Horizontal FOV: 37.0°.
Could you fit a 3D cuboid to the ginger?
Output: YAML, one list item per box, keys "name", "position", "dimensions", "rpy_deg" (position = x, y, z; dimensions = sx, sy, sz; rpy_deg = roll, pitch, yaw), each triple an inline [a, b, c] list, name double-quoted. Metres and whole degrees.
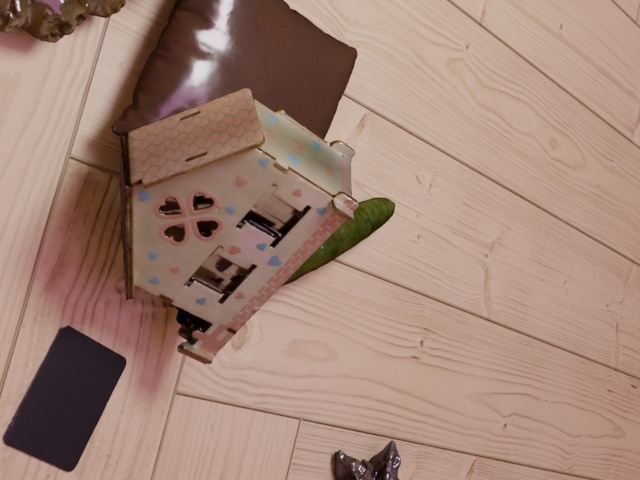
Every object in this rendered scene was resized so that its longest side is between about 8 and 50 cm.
- name: "ginger"
  position: [-0.356, -0.323, 1.035]
  dimensions: [0.333, 0.080, 0.166]
  rpy_deg: [32, 54, -37]

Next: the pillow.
- name: "pillow"
  position: [-0.100, -0.203, 1.272]
  dimensions: [0.308, 0.108, 0.305]
  rpy_deg: [33, 74, -41]

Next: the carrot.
- name: "carrot"
  position: [0.000, 0.000, 1.425]
  dimensions: [0.359, 0.074, 0.074]
  rpy_deg: [-25, 111, -44]

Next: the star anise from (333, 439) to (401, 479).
- name: "star anise"
  position: [0.070, 0.430, 1.515]
  dimensions: [0.231, 0.089, 0.209]
  rpy_deg: [-50, 118, -45]

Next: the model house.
- name: "model house"
  position: [-0.144, -0.035, 1.154]
  dimensions: [0.244, 0.169, 0.326]
  rpy_deg: [29, 118, -31]

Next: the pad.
- name: "pad"
  position: [-0.310, 0.194, 1.173]
  dimensions: [0.112, 0.003, 0.157]
  rpy_deg: [40, 66, -40]
